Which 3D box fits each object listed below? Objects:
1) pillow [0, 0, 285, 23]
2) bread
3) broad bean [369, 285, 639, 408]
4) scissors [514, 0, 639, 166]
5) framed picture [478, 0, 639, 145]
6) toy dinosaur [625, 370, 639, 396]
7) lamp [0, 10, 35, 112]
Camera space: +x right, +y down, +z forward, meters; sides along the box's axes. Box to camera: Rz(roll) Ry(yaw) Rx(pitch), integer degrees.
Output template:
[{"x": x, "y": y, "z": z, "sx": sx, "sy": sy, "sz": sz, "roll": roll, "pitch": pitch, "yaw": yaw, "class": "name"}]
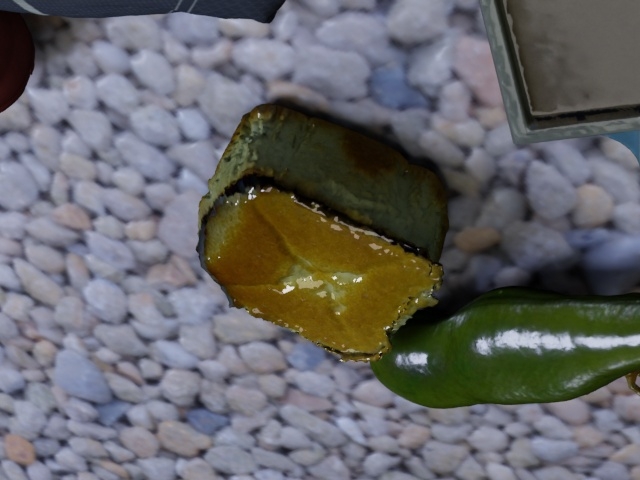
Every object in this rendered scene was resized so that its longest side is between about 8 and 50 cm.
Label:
[{"x": -0.124, "y": -0.180, "z": 0.748, "sx": 0.335, "sy": 0.092, "sz": 0.161, "roll": 6, "pitch": 126, "yaw": 18, "class": "pillow"}, {"x": 0.000, "y": 0.000, "z": 0.892, "sx": 0.140, "sy": 0.069, "sz": 0.128, "roll": 24, "pitch": 138, "yaw": -3, "class": "bread"}, {"x": 0.139, "y": 0.065, "z": 0.873, "sx": 0.318, "sy": 0.056, "sz": 0.098, "roll": 2, "pitch": 134, "yaw": 38, "class": "broad bean"}, {"x": 0.189, "y": -0.022, "z": 0.810, "sx": 0.138, "sy": 0.041, "sz": 0.289, "roll": -9, "pitch": 128, "yaw": 20, "class": "scissors"}, {"x": 0.183, "y": -0.135, "z": 0.690, "sx": 0.250, "sy": 0.016, "sz": 0.184, "roll": -7, "pitch": 120, "yaw": 23, "class": "framed picture"}, {"x": 0.158, "y": 0.071, "z": 0.929, "sx": 0.113, "sy": 0.026, "sz": 0.041, "roll": -5, "pitch": 130, "yaw": 36, "class": "toy dinosaur"}, {"x": -0.205, "y": -0.101, "z": 0.862, "sx": 0.101, "sy": 0.090, "sz": 0.101, "roll": -1, "pitch": 170, "yaw": 0, "class": "lamp"}]
